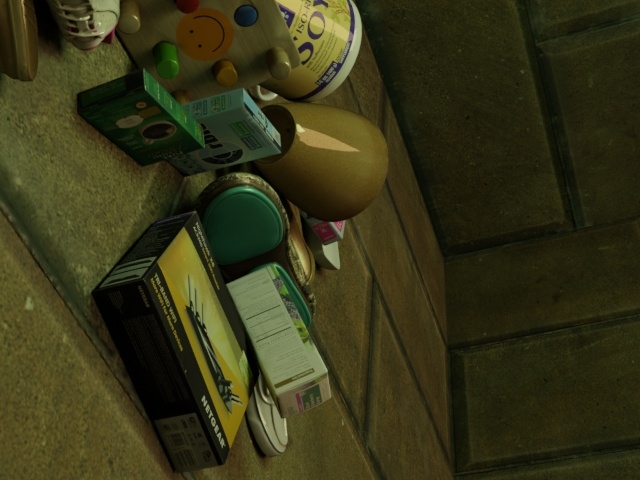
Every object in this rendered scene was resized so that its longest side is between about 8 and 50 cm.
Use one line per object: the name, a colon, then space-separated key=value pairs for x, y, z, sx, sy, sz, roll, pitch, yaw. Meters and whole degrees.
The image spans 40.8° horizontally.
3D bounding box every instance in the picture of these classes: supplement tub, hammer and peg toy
supplement tub: x=-0.108 y=-0.422 z=1.629 sx=0.331 sy=0.241 sz=0.241 roll=19 pitch=56 yaw=-44
hammer and peg toy: x=-0.201 y=-0.380 z=1.370 sx=0.127 sy=0.265 sz=0.361 roll=-106 pitch=172 yaw=-48

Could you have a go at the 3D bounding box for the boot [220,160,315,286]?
boot: x=-0.111 y=-0.040 z=1.751 sx=0.269 sy=0.089 sz=0.236 roll=50 pitch=20 yaw=-59

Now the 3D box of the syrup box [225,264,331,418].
syrup box: x=-0.071 y=0.167 z=1.443 sx=0.093 sy=0.096 sz=0.237 roll=81 pitch=-18 yaw=-53

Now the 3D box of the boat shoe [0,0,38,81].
boat shoe: x=-0.396 y=-0.323 z=1.004 sx=0.104 sy=0.089 sz=0.286 roll=-163 pitch=-120 yaw=-78

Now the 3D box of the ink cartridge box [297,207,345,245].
ink cartridge box: x=-0.037 y=-0.159 z=2.040 sx=0.311 sy=0.065 sz=0.186 roll=52 pitch=29 yaw=-28

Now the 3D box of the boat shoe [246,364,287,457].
boat shoe: x=-0.088 y=0.256 z=1.566 sx=0.096 sy=0.088 sz=0.268 roll=14 pitch=63 yaw=-73

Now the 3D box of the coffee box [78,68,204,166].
coffee box: x=-0.262 y=-0.177 z=1.278 sx=0.184 sy=0.113 sz=0.041 roll=44 pitch=33 yaw=-60

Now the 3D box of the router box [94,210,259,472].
router box: x=-0.199 y=0.144 z=1.283 sx=0.243 sy=0.080 sz=0.309 roll=-70 pitch=144 yaw=-64

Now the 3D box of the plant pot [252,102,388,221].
plant pot: x=-0.030 y=-0.174 z=1.696 sx=0.254 sy=0.237 sz=0.237 roll=16 pitch=61 yaw=-56

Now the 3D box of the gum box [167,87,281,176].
gum box: x=-0.179 y=-0.175 z=1.423 sx=0.157 sy=0.184 sz=0.041 roll=47 pitch=34 yaw=-60

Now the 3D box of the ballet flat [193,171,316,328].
ballet flat: x=-0.126 y=-0.002 z=1.567 sx=0.483 sy=0.163 sz=0.182 roll=68 pitch=2 yaw=-52

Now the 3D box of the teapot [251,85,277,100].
teapot: x=-0.115 y=-0.466 z=1.900 sx=0.256 sy=0.252 sz=0.187 roll=50 pitch=61 yaw=-12

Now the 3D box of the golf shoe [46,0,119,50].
golf shoe: x=-0.312 y=-0.324 z=1.138 sx=0.306 sy=0.115 sz=0.140 roll=-108 pitch=-166 yaw=-78

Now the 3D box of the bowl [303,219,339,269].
bowl: x=0.000 y=0.000 z=2.153 sx=0.142 sy=0.053 sz=0.142 roll=44 pitch=36 yaw=-61
